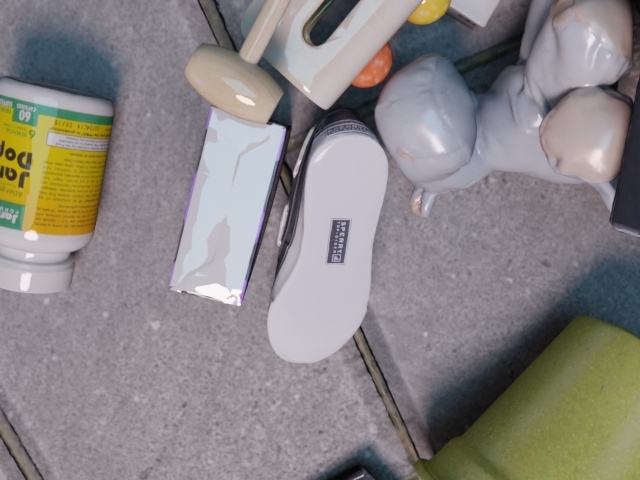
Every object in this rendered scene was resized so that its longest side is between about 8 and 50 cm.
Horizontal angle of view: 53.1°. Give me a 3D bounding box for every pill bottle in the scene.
[{"bbox_3d":[-0.292,-0.057,0.674,0.118,0.117,0.208,13,101,-4],"label":"pill bottle"}]

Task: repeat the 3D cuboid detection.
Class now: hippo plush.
[{"bbox_3d":[0.182,-0.146,0.648,0.237,0.294,0.234,-2,82,24],"label":"hippo plush"}]

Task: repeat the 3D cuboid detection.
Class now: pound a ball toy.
[{"bbox_3d":[0.047,-0.225,0.553,0.136,0.208,0.319,40,104,-9],"label":"pound a ball toy"}]

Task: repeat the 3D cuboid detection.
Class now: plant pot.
[{"bbox_3d":[0.288,0.232,0.694,0.276,0.276,0.254,38,87,-8],"label":"plant pot"}]

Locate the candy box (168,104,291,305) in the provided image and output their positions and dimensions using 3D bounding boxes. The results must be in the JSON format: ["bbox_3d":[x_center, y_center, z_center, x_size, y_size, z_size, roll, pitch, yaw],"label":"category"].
[{"bbox_3d":[-0.083,-0.045,0.642,0.070,0.196,0.165,15,100,-4],"label":"candy box"}]

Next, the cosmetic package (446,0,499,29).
[{"bbox_3d":[0.089,-0.323,0.663,0.239,0.060,0.099,29,104,-7],"label":"cosmetic package"}]

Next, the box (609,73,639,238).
[{"bbox_3d":[0.405,-0.185,0.435,0.293,0.212,0.395,-14,116,-33],"label":"box"}]

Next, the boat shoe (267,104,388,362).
[{"bbox_3d":[0.000,0.000,0.706,0.108,0.102,0.301,3,122,-10],"label":"boat shoe"}]

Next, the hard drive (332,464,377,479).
[{"bbox_3d":[0.060,0.414,0.808,0.172,0.054,0.254,-34,100,4],"label":"hard drive"}]
